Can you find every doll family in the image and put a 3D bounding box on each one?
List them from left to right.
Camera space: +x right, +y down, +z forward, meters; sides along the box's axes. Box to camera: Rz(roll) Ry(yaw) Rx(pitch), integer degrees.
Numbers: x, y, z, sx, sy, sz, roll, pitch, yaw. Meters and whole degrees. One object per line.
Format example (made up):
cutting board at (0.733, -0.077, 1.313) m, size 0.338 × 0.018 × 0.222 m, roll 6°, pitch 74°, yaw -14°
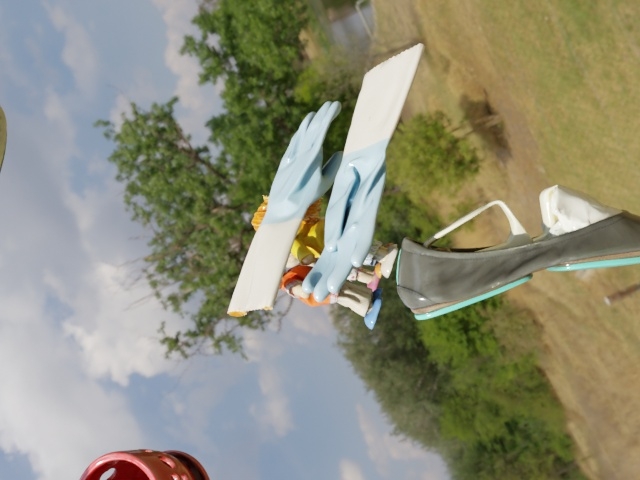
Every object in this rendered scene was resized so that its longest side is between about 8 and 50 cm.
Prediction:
doll family at (0.000, 0.000, 0.835) m, size 0.163 × 0.118 × 0.263 m, roll 19°, pitch -174°, yaw 2°

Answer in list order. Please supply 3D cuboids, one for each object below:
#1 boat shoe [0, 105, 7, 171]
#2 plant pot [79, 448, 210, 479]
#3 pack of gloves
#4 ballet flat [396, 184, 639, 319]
boat shoe at (-0.473, 0.033, 0.793) m, size 0.187 × 0.156 × 0.500 m, roll 27°, pitch -134°, yaw -31°
plant pot at (-0.292, 0.447, 1.240) m, size 0.191 × 0.191 × 0.174 m, roll 66°, pitch -164°, yaw 19°
pack of gloves at (0.014, -0.039, 0.656) m, size 0.046 × 0.195 × 0.232 m, roll 29°, pitch -113°, yaw -28°
ballet flat at (0.208, 0.000, 0.713) m, size 0.095 × 0.281 × 0.096 m, roll -170°, pitch 66°, yaw -89°
